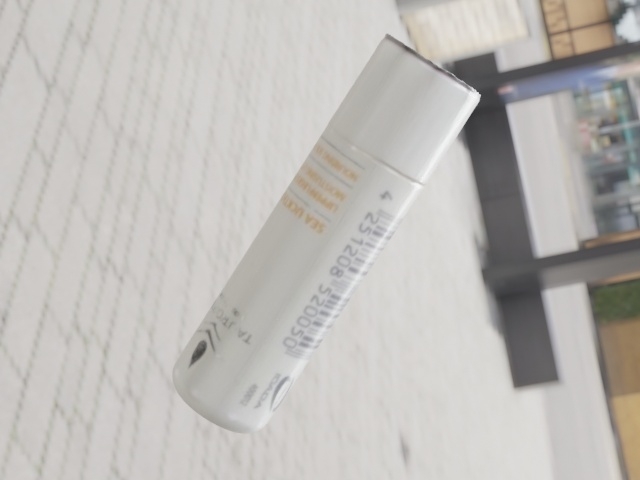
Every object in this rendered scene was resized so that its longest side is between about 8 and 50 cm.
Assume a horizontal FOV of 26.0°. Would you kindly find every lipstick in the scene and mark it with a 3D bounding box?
[{"bbox_3d":[0.000,0.000,0.468,0.040,0.141,0.040,31,9,-5],"label":"lipstick"}]
